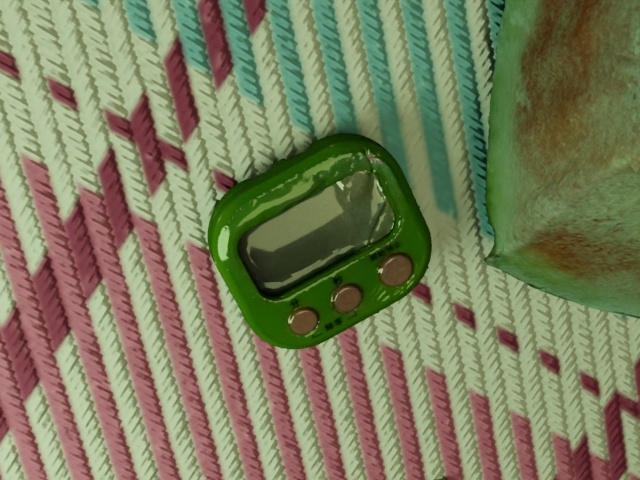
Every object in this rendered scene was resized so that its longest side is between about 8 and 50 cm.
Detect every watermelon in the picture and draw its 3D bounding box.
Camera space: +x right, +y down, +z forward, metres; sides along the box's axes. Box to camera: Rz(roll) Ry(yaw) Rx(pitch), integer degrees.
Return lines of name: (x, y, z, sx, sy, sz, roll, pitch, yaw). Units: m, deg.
watermelon: (0.251, -0.096, 0.847, 0.228, 0.258, 0.387, 5, 114, -25)

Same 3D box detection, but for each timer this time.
timer: (0.000, 0.000, 0.932, 0.140, 0.047, 0.128, -29, 117, -4)

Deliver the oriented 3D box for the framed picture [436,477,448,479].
framed picture: (0.059, 0.261, 1.066, 0.109, 0.011, 0.149, -15, 114, -10)
